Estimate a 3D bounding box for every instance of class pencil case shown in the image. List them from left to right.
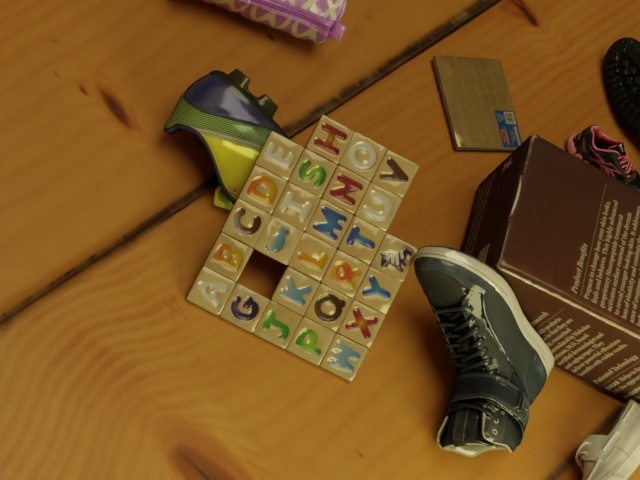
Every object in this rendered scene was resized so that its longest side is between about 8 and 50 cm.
[{"bbox_3d":[-0.071,-0.290,1.778,0.206,0.086,0.088,16,24,-17],"label":"pencil case"}]

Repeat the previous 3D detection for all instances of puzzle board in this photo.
[{"bbox_3d":[0.190,-0.165,1.888,0.096,0.011,0.128,0,65,-27],"label":"puzzle board"}]

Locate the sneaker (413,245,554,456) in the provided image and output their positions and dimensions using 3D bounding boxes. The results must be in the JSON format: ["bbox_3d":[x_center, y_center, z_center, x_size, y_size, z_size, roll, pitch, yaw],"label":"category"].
[{"bbox_3d":[0.154,0.126,1.635,0.226,0.086,0.163,48,53,-26],"label":"sneaker"}]

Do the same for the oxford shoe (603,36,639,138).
[{"bbox_3d":[0.435,-0.158,1.976,0.096,0.083,0.227,3,54,-55],"label":"oxford shoe"}]

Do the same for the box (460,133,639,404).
[{"bbox_3d":[0.348,0.063,1.767,0.381,0.143,0.191,28,56,-12],"label":"box"}]

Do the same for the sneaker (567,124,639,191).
[{"bbox_3d":[0.359,-0.096,1.905,0.119,0.057,0.047,39,52,-4],"label":"sneaker"}]

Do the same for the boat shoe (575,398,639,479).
[{"bbox_3d":[0.313,0.237,1.703,0.063,0.066,0.184,39,55,15],"label":"boat shoe"}]

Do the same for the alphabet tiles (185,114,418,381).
[{"bbox_3d":[0.000,0.000,1.631,0.198,0.009,0.237,27,88,-10],"label":"alphabet tiles"}]

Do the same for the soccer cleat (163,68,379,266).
[{"bbox_3d":[-0.048,-0.055,1.682,0.121,0.093,0.289,-44,93,-5],"label":"soccer cleat"}]
